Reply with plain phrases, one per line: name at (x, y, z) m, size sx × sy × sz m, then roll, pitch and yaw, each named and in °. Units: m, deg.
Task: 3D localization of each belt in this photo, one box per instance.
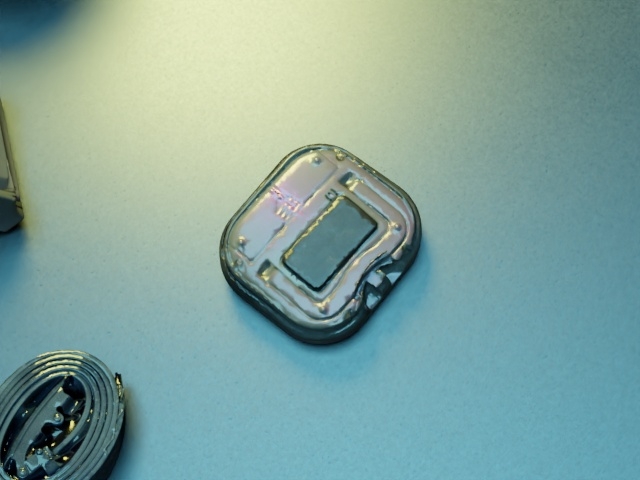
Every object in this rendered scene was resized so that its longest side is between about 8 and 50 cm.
belt at (-0.288, 0.209, 1.480) m, size 0.141 × 0.082 × 0.190 m, roll 29°, pitch 64°, yaw 6°

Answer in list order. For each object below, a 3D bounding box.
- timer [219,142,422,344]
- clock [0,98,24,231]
timer at (0.000, 0.000, 1.545) m, size 0.191 × 0.069 × 0.208 m, roll 37°, pitch 76°, yaw 13°
clock at (-0.436, -0.119, 1.527) m, size 0.083 × 0.253 × 0.186 m, roll -27°, pitch 68°, yaw 27°
